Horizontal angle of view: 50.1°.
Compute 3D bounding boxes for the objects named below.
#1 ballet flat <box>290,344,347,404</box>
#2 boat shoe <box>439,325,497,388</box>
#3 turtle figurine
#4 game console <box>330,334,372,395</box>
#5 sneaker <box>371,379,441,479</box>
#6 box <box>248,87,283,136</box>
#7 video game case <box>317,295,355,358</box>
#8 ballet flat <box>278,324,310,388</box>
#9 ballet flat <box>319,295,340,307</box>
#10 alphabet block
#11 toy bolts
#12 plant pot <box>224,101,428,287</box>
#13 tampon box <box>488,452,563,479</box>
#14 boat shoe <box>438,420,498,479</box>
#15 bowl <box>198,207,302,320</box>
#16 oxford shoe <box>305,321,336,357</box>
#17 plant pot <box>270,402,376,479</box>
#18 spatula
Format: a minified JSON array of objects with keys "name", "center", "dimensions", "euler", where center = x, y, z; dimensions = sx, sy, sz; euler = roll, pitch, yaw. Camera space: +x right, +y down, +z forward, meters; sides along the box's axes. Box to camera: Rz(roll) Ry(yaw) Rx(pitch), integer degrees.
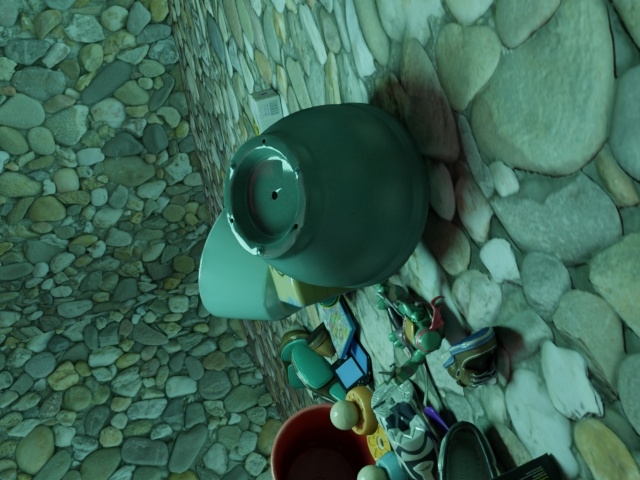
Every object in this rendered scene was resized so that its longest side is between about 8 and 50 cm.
[{"name":"ballet flat","center":[0.021,0.377,1.716],"dimensions":[0.280,0.095,0.096],"euler":[38,139,32]},{"name":"boat shoe","center":[0.221,0.170,0.971],"dimensions":[0.066,0.066,0.183],"euler":[62,173,16]},{"name":"turtle figurine","center":[0.143,0.146,1.107],"dimensions":[0.234,0.118,0.175],"euler":[-103,11,-85]},{"name":"game console","center":[0.070,0.294,1.640],"dimensions":[0.071,0.107,0.122],"euler":[47,-177,-37]},{"name":"sneaker","center":[0.173,0.374,1.303],"dimensions":[0.235,0.094,0.153],"euler":[-130,16,-72]},{"name":"box","center":[-0.116,-0.215,1.708],"dimensions":[0.063,0.067,0.324],"euler":[-128,23,-54]},{"name":"video game case","center":[0.037,0.185,1.660],"dimensions":[0.119,0.015,0.166],"euler":[106,150,-43]},{"name":"ballet flat","center":[-0.073,0.349,2.190],"dimensions":[0.342,0.116,0.124],"euler":[85,180,-53]},{"name":"ballet flat","center":[-0.001,0.060,1.634],"dimensions":[0.077,0.077,0.231],"euler":[53,-166,-66]},{"name":"alphabet block","center":[0.000,0.000,1.298],"dimensions":[0.192,0.193,0.197],"euler":[174,78,-73]},{"name":"toy bolts","center":[0.110,0.435,1.411],"dimensions":[0.228,0.158,0.218],"euler":[56,144,43]},{"name":"plant pot","center":[-0.017,-0.066,1.016],"dimensions":[0.293,0.196,0.293],"euler":[3,95,43]},{"name":"tampon box","center":[0.286,0.388,0.902],"dimensions":[0.120,0.101,0.161],"euler":[95,152,-57]},{"name":"boat shoe","center":[0.221,0.419,1.005],"dimensions":[0.091,0.114,0.302],"euler":[73,-172,-53]},{"name":"bowl","center":[-0.103,0.052,1.493],"dimensions":[0.163,0.311,0.311],"euler":[22,138,26]},{"name":"oxford shoe","center":[0.010,0.259,1.771],"dimensions":[0.076,0.076,0.212],"euler":[43,-173,-4]},{"name":"plant pot","center":[0.010,0.555,1.623],"dimensions":[0.243,0.275,0.275],"euler":[101,147,-59]},{"name":"spatula","center":[0.182,0.244,1.244],"dimensions":[0.084,0.030,0.296],"euler":[99,150,-74]}]
